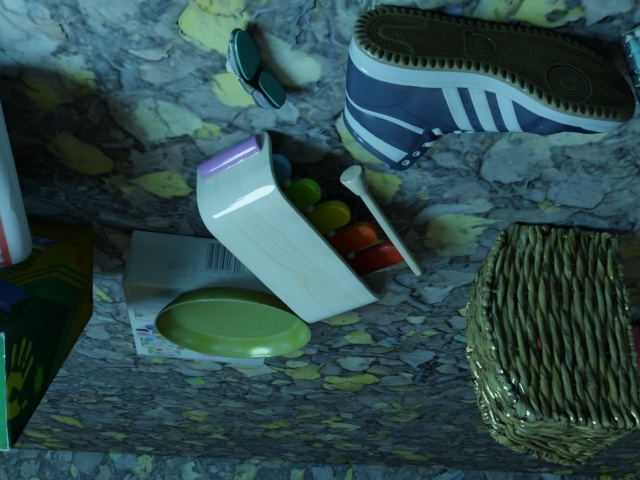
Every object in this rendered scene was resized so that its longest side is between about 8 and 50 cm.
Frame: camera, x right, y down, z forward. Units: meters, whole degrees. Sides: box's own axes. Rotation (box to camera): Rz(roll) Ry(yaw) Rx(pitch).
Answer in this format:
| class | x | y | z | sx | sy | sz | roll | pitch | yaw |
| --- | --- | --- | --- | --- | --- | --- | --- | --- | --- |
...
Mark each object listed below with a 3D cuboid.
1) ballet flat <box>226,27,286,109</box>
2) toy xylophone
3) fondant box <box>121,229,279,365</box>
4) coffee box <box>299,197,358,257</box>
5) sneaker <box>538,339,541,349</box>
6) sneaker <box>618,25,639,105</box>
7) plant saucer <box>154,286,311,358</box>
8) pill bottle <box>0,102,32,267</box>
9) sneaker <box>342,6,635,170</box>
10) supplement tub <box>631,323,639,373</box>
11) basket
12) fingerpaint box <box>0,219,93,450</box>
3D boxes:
| class | x | y | z | sx | sy | sz | roll | pitch | yaw |
| --- | --- | --- | --- | --- | --- | --- | --- | --- | --- |
| ballet flat | -0.076 | -0.176 | 0.769 | 0.041 | 0.041 | 0.114 | -9 | 149 | 21 |
| toy xylophone | -0.004 | -0.004 | 0.957 | 0.236 | 0.081 | 0.323 | -15 | 133 | 21 |
| fondant box | -0.196 | 0.110 | 1.251 | 0.238 | 0.096 | 0.330 | 6 | 150 | -6 |
| coffee box | 0.000 | 0.000 | 1.083 | 0.113 | 0.041 | 0.184 | 1 | 151 | 5 |
| sneaker | 0.422 | 0.217 | 1.362 | 0.107 | 0.118 | 0.279 | 7 | 152 | -5 |
| sneaker | 0.402 | -0.122 | 0.750 | 0.122 | 0.110 | 0.283 | -18 | 146 | 26 |
| plant saucer | -0.133 | 0.125 | 1.136 | 0.240 | 0.037 | 0.241 | 2 | 151 | 1 |
| pill bottle | -0.506 | -0.042 | 0.758 | 0.362 | 0.210 | 0.210 | -13 | 157 | -21 |
| sneaker | 0.158 | -0.135 | 0.752 | 0.282 | 0.099 | 0.153 | 12 | 146 | -3 |
| supplement tub | 0.673 | 0.222 | 1.269 | 0.272 | 0.191 | 0.191 | -14 | 147 | 30 |
| basket | 0.310 | 0.154 | 1.064 | 0.213 | 0.299 | 0.223 | 4 | 152 | -1 |
| fingerpaint box | -0.563 | 0.085 | 0.957 | 0.444 | 0.371 | 0.163 | 6 | 109 | -3 |
